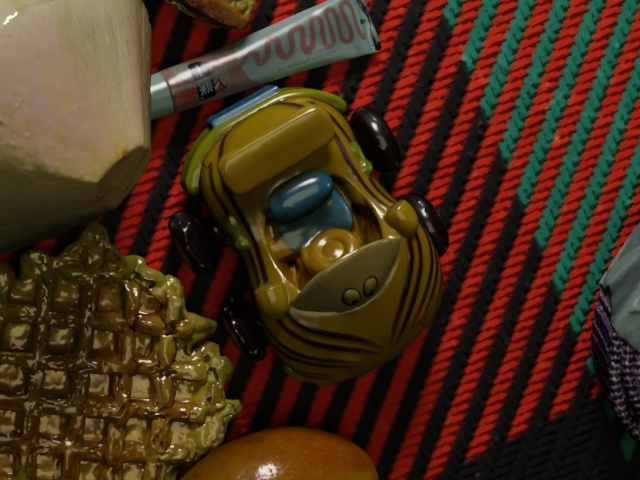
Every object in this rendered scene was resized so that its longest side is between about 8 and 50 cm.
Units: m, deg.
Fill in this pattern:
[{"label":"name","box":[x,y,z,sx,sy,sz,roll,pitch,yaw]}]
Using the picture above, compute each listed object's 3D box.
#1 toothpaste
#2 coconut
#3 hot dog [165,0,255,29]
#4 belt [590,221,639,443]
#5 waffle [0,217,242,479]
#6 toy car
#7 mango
[{"label":"toothpaste","box":[-0.052,-0.145,1.412,0.205,0.036,0.056,-22,101,-13]},{"label":"coconut","box":[-0.233,-0.106,1.259,0.259,0.259,0.259,-2,99,-13]},{"label":"hot dog","box":[-0.111,-0.289,1.347,0.123,0.093,0.262,-13,117,-20]},{"label":"belt","box":[0.384,0.056,1.484,0.324,0.122,0.260,-31,103,8]},{"label":"waffle","box":[-0.198,0.121,1.410,0.245,0.052,0.254,-42,106,-5]},{"label":"toy car","box":[0.000,0.000,1.389,0.200,0.142,0.248,-33,104,-6]},{"label":"mango","box":[-0.070,0.232,1.419,0.253,0.113,0.138,-27,138,-9]}]
